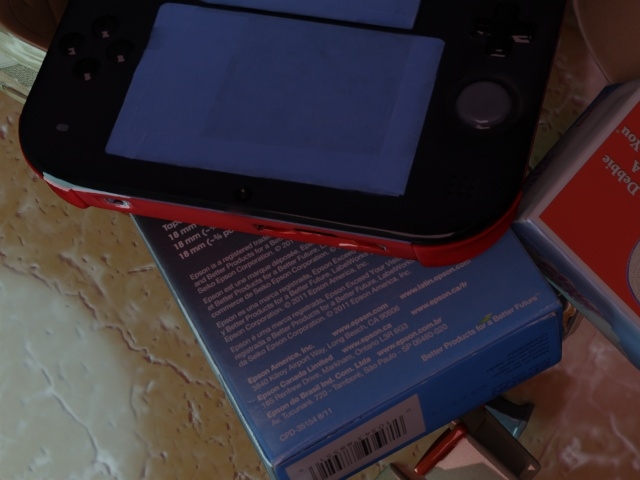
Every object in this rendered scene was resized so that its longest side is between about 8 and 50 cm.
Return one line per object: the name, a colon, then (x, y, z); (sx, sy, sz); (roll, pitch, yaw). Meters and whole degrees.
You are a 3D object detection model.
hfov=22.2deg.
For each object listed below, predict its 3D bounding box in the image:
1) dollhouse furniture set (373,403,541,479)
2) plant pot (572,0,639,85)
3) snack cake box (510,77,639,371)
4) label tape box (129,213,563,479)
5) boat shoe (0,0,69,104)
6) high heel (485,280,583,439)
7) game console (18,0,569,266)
dollhouse furniture set: (0.042, 0.231, 1.317); (0.135, 0.262, 0.259); (43, 106, 6)
plant pot: (0.353, -0.177, 1.183); (0.284, 0.284, 0.191); (39, 76, 5)
snack cake box: (0.278, 0.020, 1.251); (0.264, 0.089, 0.152); (44, 81, -10)
label tape box: (0.000, 0.000, 1.256); (0.240, 0.106, 0.334); (-28, 62, -6)
boat shoe: (-0.129, -0.115, 1.387); (0.341, 0.122, 0.110); (28, 141, 0)
high heel: (0.128, 0.029, 1.346); (0.186, 0.093, 0.261); (26, 111, 7)
game console: (-0.013, -0.156, 1.246); (0.386, 0.060, 0.342); (10, 66, 14)
